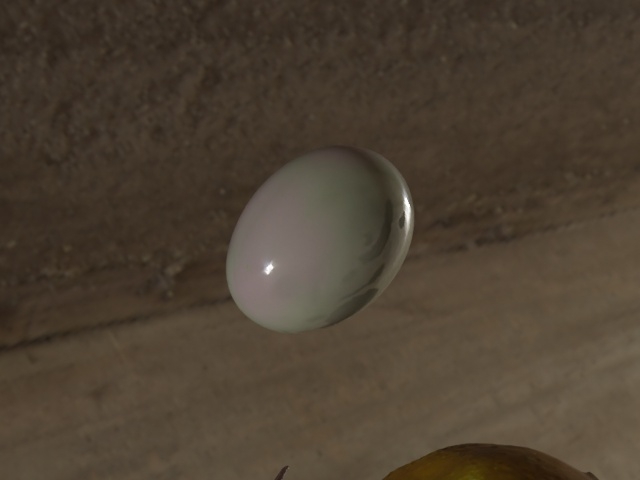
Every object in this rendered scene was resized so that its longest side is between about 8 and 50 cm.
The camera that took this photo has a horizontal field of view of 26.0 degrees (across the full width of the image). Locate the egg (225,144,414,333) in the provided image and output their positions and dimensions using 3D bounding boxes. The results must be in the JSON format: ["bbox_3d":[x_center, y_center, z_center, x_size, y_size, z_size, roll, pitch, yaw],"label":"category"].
[{"bbox_3d":[0.000,0.000,0.881,0.135,0.103,0.103,-46,161,-11],"label":"egg"}]

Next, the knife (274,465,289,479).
[{"bbox_3d":[-0.049,0.228,1.165,0.035,0.018,0.247,-59,176,8],"label":"knife"}]

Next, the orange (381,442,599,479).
[{"bbox_3d":[0.172,0.276,1.087,0.196,0.262,0.334,-54,-163,6],"label":"orange"}]
